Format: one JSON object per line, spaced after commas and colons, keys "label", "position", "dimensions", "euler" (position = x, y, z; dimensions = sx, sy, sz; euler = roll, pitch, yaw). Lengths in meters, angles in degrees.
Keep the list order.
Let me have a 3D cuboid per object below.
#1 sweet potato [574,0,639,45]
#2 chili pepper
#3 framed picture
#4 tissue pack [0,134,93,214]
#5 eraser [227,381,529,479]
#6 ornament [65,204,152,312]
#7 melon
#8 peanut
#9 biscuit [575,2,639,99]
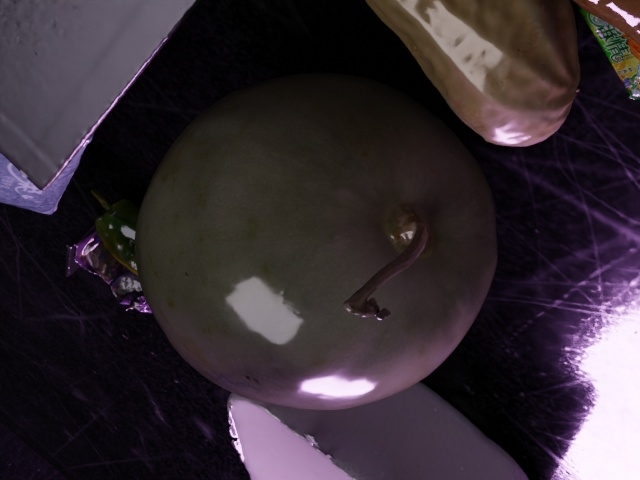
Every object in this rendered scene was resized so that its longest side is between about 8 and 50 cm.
{"label": "sweet potato", "position": [0.060, -0.193, 0.526], "dimensions": [0.423, 0.130, 0.130], "euler": [24, 154, -16]}
{"label": "chili pepper", "position": [-0.202, 0.001, 1.188], "dimensions": [0.204, 0.072, 0.073], "euler": [34, 152, 10]}
{"label": "framed picture", "position": [-0.243, -0.222, 0.863], "dimensions": [0.255, 0.014, 0.339], "euler": [44, 127, -6]}
{"label": "tissue pack", "position": [-0.400, -0.131, 1.072], "dimensions": [0.316, 0.103, 0.228], "euler": [15, 158, -20]}
{"label": "eraser", "position": [0.041, 0.263, 1.192], "dimensions": [0.331, 0.150, 0.331], "euler": [27, 146, 20]}
{"label": "ornament", "position": [-0.210, 0.061, 1.268], "dimensions": [0.203, 0.088, 0.081], "euler": [39, 152, -1]}
{"label": "melon", "position": [-0.010, 0.001, 0.786], "dimensions": [0.308, 0.271, 0.271], "euler": [-2, 131, 38]}
{"label": "peanut", "position": [0.083, -0.150, 0.635], "dimensions": [0.214, 0.090, 0.099], "euler": [48, 147, -14]}
{"label": "biscuit", "position": [0.187, -0.120, 0.631], "dimensions": [0.046, 0.016, 0.089], "euler": [-9, 125, 53]}
